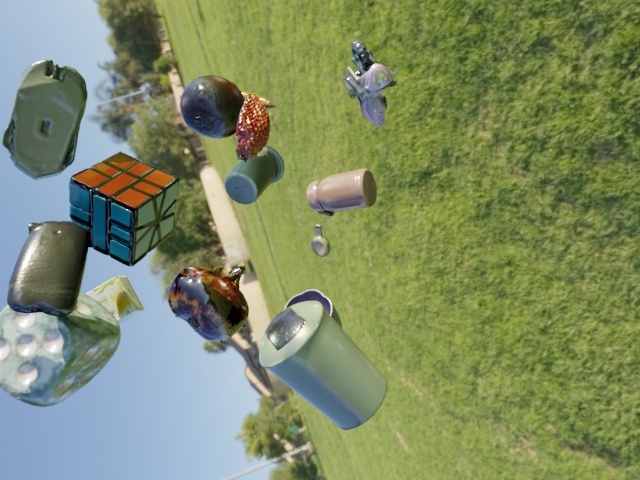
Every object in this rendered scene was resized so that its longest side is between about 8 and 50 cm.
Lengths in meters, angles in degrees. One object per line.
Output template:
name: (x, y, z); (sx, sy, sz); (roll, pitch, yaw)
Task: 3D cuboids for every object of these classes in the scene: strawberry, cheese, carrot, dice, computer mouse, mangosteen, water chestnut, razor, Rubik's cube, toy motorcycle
strawberry: (-0.227, -0.389, 1.653); (0.175, 0.107, 0.235); (-77, -4, -76)
cheese: (-0.006, 0.001, 2.316); (0.047, 0.092, 0.171); (-45, -63, -50)
carrot: (-0.300, -0.665, 2.277); (0.205, 0.072, 0.072); (22, 149, 22)
dice: (-0.998, 0.386, 1.781); (0.331, 0.348, 0.328); (36, 178, 8)
computer mouse: (-0.990, -0.430, 1.715); (0.145, 0.228, 0.428); (40, 113, 59)
mangosteen: (-0.474, -0.609, 2.130); (0.297, 0.298, 0.293); (99, -167, -75)
water chestnut: (-0.371, 0.197, 1.668); (0.300, 0.300, 0.299); (161, 90, -83)
razor: (-0.899, 0.085, 1.581); (0.113, 0.205, 0.348); (123, 148, -50)
Rubik's cube: (-0.736, -0.122, 1.782); (0.293, 0.284, 0.288); (-53, -13, -55)
toy motorcycle: (0.173, -0.507, 1.601); (0.188, 0.143, 0.327); (55, 173, 32)

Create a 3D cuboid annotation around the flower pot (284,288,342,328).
flower pot: (-0.018, 0.404, 2.259); (0.243, 0.265, 0.265); (52, -171, -48)

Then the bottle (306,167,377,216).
bottle: (0.091, -0.199, 2.099); (0.206, 0.297, 0.173); (55, -142, -40)

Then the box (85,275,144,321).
box: (-1.006, 0.311, 2.246); (0.194, 0.261, 0.111); (59, 178, 7)

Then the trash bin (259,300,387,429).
trash bin: (-0.001, 0.410, 1.607); (0.432, 0.280, 0.280); (47, 179, -16)

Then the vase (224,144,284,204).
vase: (-0.338, -0.321, 2.393); (0.291, 0.245, 0.244); (-67, -30, -49)
